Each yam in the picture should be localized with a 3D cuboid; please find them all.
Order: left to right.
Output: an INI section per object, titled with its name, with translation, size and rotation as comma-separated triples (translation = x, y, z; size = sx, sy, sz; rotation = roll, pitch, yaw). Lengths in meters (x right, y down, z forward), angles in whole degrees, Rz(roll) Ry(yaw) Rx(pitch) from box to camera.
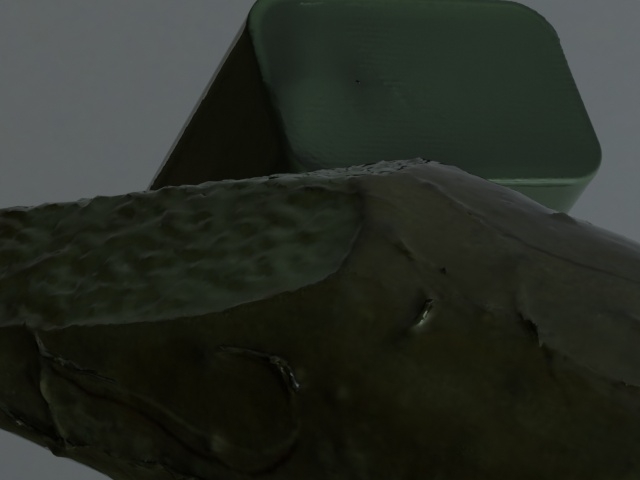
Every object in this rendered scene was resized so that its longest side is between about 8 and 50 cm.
[yam]
translation = 0.015, 0.032, 0.389
size = 0.259, 0.106, 0.106
rotation = 22, -39, 17

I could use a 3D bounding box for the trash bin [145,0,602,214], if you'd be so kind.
[trash bin]
translation = 0.000, 0.000, 1.040
size = 0.343, 0.222, 0.158
rotation = 120, -39, -50
